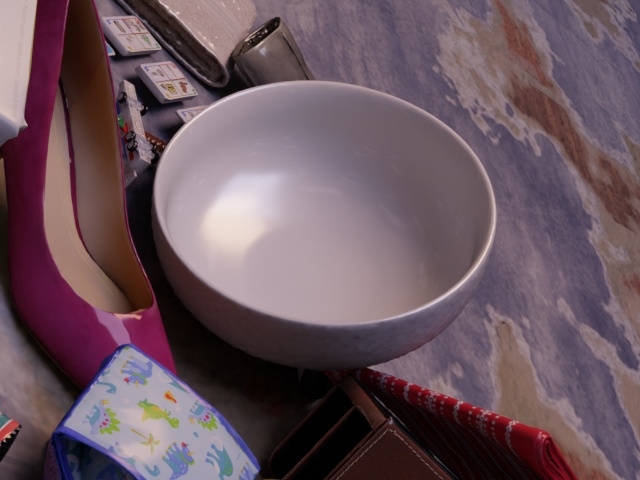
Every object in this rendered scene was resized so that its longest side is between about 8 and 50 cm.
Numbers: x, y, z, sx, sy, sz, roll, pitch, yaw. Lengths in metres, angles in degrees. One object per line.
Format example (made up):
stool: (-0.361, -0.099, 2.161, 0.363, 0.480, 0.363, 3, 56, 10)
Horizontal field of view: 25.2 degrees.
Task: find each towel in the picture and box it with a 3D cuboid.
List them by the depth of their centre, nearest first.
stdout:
towel: (0.136, 0.202, 1.361, 0.031, 0.275, 0.199, -55, 134, -21)
towel: (-0.188, -0.319, 1.654, 0.282, 0.049, 0.187, 43, 32, -19)

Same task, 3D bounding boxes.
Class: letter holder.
letter holder: (0.071, 0.311, 1.298, 0.302, 0.214, 0.152, 44, -1, -16)

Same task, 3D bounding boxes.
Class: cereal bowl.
cereal bowl: (0.000, 0.000, 1.415, 0.339, 0.141, 0.339, 3, 46, -4)

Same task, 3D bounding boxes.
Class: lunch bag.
lunch bag: (-0.136, 0.170, 1.107, 0.151, 0.096, 0.129, 56, 28, -15)

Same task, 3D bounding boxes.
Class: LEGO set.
LEGO set: (-0.206, -0.147, 1.474, 0.182, 0.060, 0.244, 51, 22, 5)

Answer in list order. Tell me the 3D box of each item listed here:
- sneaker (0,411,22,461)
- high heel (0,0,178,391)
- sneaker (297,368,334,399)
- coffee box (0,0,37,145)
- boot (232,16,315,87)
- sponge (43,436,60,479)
sneaker: (-0.288, 0.153, 1.025, 0.075, 0.057, 0.161, 40, 30, 9)
high heel: (-0.189, -0.029, 1.214, 0.377, 0.181, 0.127, 57, 30, 6)
sneaker: (0.010, 0.053, 1.528, 0.145, 0.090, 0.270, 33, 45, 13)
coffee box: (-0.402, -0.171, 0.896, 0.334, 0.338, 0.338, 32, 37, -34)
boot: (-0.012, -0.170, 1.703, 0.208, 0.076, 0.189, 55, 29, -12)
sponge: (-0.169, 0.254, 1.101, 0.117, 0.031, 0.210, 37, 34, -30)
